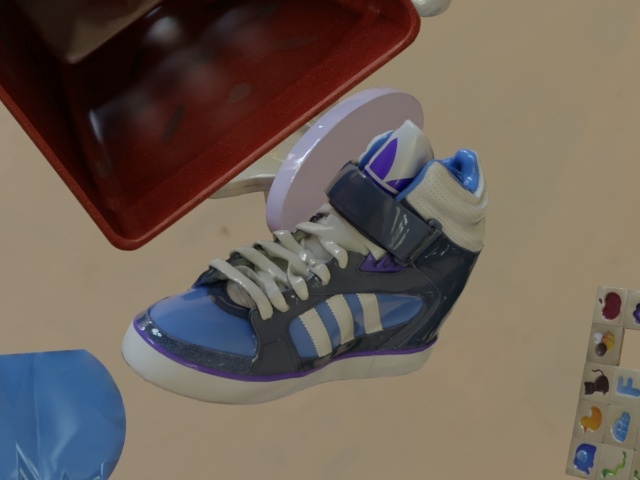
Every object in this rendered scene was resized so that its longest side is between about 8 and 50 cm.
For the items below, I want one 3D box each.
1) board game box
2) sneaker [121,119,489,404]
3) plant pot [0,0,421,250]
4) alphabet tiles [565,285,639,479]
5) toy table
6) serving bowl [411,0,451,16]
[{"bbox_3d":[-0.270,0.172,1.561,0.033,0.168,0.133,158,-72,-73],"label":"board game box"},{"bbox_3d":[0.001,0.000,1.369,0.322,0.236,0.130,-2,31,-37],"label":"sneaker"},{"bbox_3d":[-0.135,-0.203,1.182,0.267,0.267,0.236,55,-4,-30],"label":"plant pot"},{"bbox_3d":[0.334,0.171,1.627,0.009,0.237,0.198,13,-4,-44],"label":"alphabet tiles"},{"bbox_3d":[-0.016,-0.112,2.109,0.161,0.274,0.252,25,-52,33],"label":"toy table"},{"bbox_3d":[0.103,-0.274,1.736,0.083,0.083,0.027,50,-37,18],"label":"serving bowl"}]
